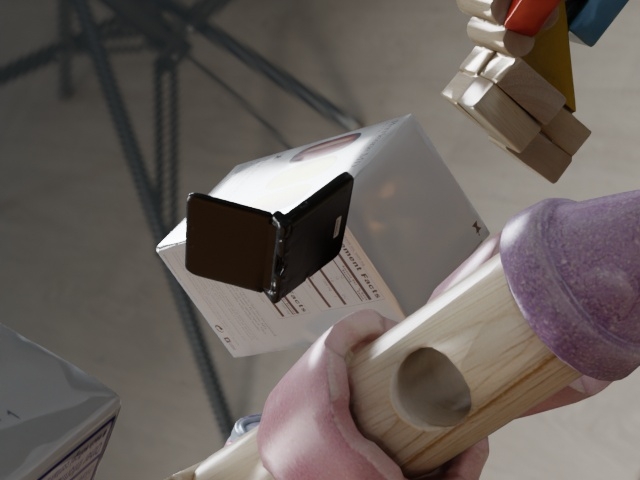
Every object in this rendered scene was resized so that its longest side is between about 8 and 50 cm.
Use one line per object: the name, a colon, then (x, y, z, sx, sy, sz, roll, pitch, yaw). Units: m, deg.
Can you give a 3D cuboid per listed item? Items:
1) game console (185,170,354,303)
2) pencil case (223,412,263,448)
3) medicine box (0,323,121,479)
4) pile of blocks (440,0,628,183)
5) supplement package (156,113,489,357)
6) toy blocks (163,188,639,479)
game console: (-0.039, -0.012, 1.318, 0.107, 0.122, 0.071, -37, 70, -22)
pencil case: (-0.054, 0.291, 1.583, 0.124, 0.113, 0.273, 28, 109, 27)
medicine box: (-0.254, 0.199, 0.820, 0.149, 0.263, 0.289, 29, 115, 10)
pile of blocks: (0.128, -0.209, 1.022, 0.149, 0.362, 0.112, -15, 14, -7)
supplement package: (0.000, 0.000, 1.532, 0.244, 0.134, 0.139, -14, 28, 48)
toy blocks: (0.078, 0.137, 0.481, 0.260, 0.309, 0.288, -35, 81, 35)
